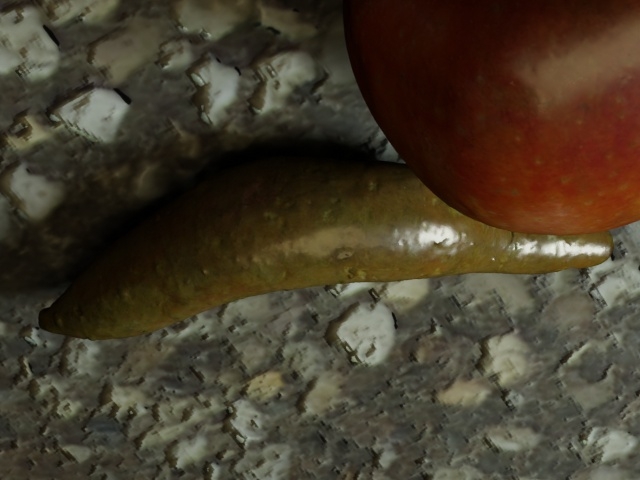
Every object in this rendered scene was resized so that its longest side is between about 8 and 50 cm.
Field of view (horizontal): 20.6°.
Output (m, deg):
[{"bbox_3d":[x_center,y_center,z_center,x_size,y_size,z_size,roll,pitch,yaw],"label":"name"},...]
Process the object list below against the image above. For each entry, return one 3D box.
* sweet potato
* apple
[{"bbox_3d":[0.004,-0.003,1.020,0.346,0.079,0.108,-6,155,-4],"label":"sweet potato"},{"bbox_3d":[0.126,-0.110,0.875,0.230,0.230,0.230,-3,126,-4],"label":"apple"}]
